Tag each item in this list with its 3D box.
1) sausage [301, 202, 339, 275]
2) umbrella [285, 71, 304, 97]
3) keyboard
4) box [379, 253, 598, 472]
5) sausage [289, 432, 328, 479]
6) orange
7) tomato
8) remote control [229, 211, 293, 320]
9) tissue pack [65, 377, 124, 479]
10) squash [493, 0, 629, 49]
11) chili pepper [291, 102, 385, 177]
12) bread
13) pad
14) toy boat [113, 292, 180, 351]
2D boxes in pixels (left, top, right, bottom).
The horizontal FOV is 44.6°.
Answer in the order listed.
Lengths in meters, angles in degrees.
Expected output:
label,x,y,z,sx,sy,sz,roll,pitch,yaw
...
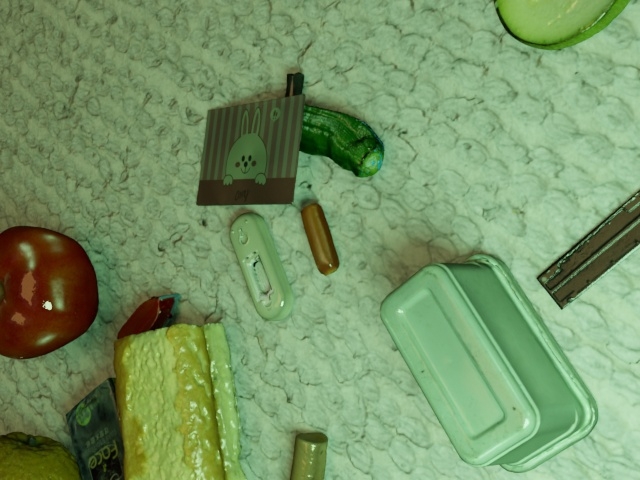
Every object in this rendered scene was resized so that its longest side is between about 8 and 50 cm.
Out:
label,x,y,z,sx,sy,sz,roll,pitch,yaw
sausage,0.000,0.000,1.371,0.039,0.041,0.131,-25,70,25
umbrella,-0.055,-0.247,1.452,0.036,0.031,0.133,4,86,64
keyboard,0.398,0.013,1.106,0.198,0.010,0.063,-45,62,22
box,0.222,0.169,1.105,0.175,0.182,0.312,-41,62,24
sausage,-0.041,0.477,1.321,0.066,0.066,0.301,14,93,36
orange,-0.628,0.576,1.581,0.322,0.322,0.357,7,78,36
tomato,-0.605,0.116,1.673,0.299,0.226,0.298,-5,79,29
remote control,-0.113,0.046,1.445,0.078,0.042,0.221,-35,65,28
tissue pack,-0.428,0.424,1.598,0.173,0.073,0.235,-37,64,27
squash,0.363,-0.397,1.175,0.219,0.041,0.219,-6,81,40
chili pepper,0.022,-0.179,1.369,0.224,0.061,0.098,31,102,40
bread,-0.268,0.351,1.438,0.236,0.165,0.375,-19,74,31
pad,-0.139,-0.165,1.479,0.300,0.005,0.202,3,86,47
toy boat,-0.348,0.169,1.587,0.173,0.059,0.069,-49,60,12
